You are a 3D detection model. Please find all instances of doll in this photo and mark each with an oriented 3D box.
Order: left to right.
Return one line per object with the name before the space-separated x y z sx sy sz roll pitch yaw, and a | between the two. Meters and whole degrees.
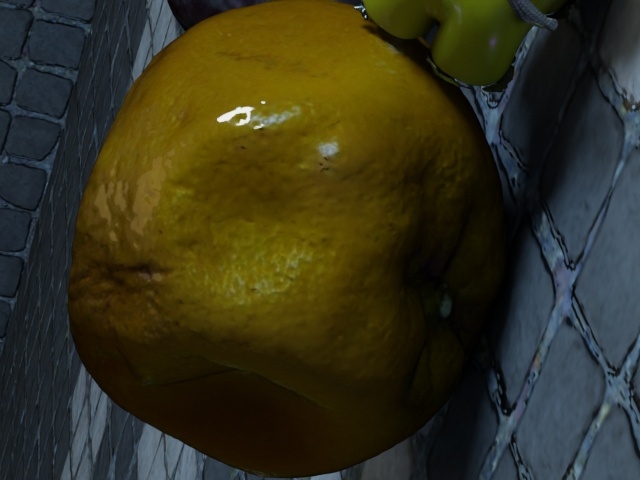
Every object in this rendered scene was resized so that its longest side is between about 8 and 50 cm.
doll | 0.100 -0.179 0.837 0.135 0.143 0.221 -46 -8 -37

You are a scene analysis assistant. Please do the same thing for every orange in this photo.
orange | 0.000 0.000 0.952 0.249 0.183 0.249 -52 -25 -37

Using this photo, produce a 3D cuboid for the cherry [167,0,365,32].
cherry | -0.002 -0.188 1.135 0.195 0.195 0.195 -168 90 -75
